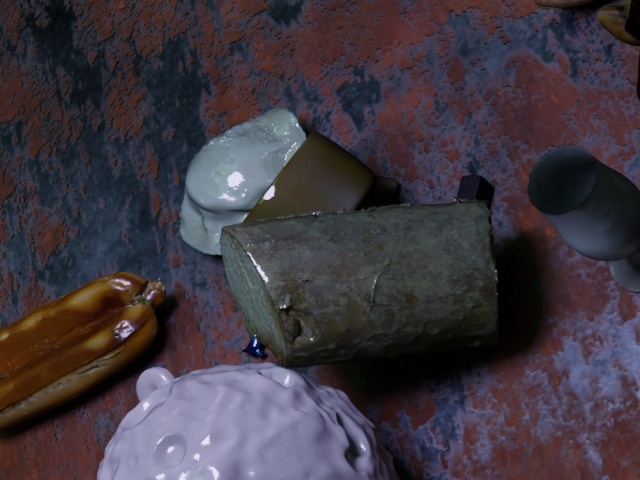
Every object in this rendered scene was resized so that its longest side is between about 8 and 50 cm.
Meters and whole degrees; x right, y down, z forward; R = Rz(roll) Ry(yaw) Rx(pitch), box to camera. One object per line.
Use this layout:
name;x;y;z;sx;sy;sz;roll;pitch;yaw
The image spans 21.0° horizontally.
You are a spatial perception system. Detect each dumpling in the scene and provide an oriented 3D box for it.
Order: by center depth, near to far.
dumpling;-0.105;-0.075;2.169;0.219;0.108;0.153;-54;30;14

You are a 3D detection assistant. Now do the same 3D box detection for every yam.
yam;0.051;0.046;1.857;0.304;0.168;0.168;-6;56;-6

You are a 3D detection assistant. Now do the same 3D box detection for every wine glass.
wine glass;0.293;-0.023;1.771;0.093;0.202;0.093;-19;55;29

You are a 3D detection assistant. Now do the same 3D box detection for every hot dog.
hot dog;-0.328;0.142;2.243;0.337;0.100;0.135;-29;60;25

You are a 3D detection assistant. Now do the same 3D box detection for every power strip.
power strip;0.171;-0.021;1.979;0.029;0.038;0.111;0;68;37

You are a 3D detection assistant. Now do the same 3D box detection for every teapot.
teapot;0.000;0.000;2.009;0.268;0.175;0.185;-54;-1;-33

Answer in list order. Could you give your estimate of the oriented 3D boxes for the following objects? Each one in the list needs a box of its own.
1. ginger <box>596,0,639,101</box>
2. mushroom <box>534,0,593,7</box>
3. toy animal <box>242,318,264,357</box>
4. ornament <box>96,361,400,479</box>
ginger;0.503;-0.165;1.718;0.358;0.211;0.413;-36;57;0
mushroom;0.350;-0.389;1.994;0.151;0.156;0.286;17;78;14
toy animal;-0.057;0.035;2.120;0.075;0.041;0.217;23;80;19
ornament;-0.069;0.292;1.795;0.337;0.337;0.337;-18;57;30
